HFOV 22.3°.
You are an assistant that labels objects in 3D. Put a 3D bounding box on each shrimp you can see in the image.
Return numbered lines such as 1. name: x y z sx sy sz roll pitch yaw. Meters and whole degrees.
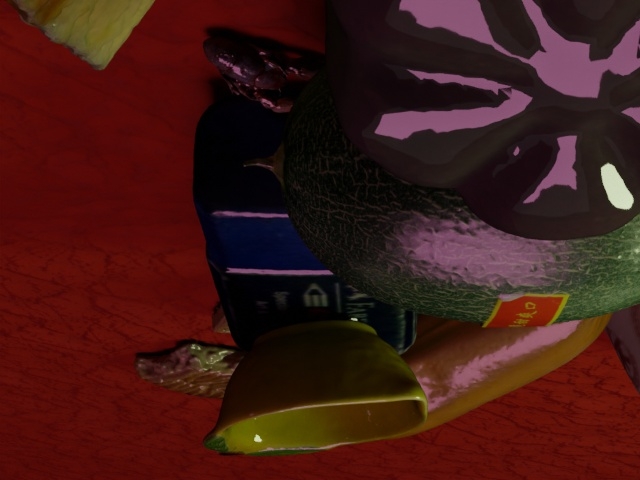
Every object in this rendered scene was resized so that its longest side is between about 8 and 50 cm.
1. shrimp: -0.033 -0.101 1.007 0.092 0.038 0.029 11 -159 -23

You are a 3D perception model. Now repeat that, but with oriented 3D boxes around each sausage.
1. sausage: 0.151 0.072 1.329 0.328 0.112 0.112 -28 146 30

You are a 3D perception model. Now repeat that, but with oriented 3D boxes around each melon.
1. melon: 0.099 -0.042 0.938 0.287 0.182 0.182 4 160 -4

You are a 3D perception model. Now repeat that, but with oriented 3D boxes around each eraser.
1. eraser: 0.000 0.000 1.180 0.155 0.102 0.332 1 161 3

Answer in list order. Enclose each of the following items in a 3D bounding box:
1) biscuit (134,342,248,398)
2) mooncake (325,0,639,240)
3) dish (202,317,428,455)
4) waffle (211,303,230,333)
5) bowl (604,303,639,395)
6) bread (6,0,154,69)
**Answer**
1. biscuit: -0.063 0.136 1.658 0.228 0.031 0.176 -11 157 34
2. mooncake: 0.118 -0.113 0.740 0.245 0.133 0.245 2 138 2
3. dish: -0.006 0.106 1.211 0.207 0.080 0.149 -19 156 38
4. waffle: -0.028 0.071 1.494 0.135 0.021 0.092 6 161 -14
5. bowl: 0.405 0.123 1.382 0.337 0.158 0.337 2 159 1
6. bread: -0.138 -0.167 0.718 0.178 0.142 0.266 -15 171 11
